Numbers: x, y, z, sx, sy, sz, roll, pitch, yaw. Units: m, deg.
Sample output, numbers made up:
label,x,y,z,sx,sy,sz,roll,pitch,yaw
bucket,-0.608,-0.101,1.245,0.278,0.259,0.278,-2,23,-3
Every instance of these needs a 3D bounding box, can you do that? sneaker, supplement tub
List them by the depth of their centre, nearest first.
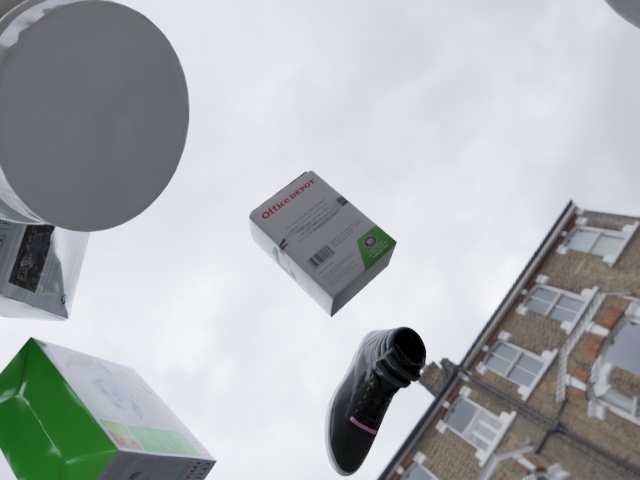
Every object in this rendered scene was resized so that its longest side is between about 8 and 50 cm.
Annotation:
label,x,y,z,sx,sy,sz,roll,pitch,yaw
supplement tub,-0.329,-0.155,0.470,0.241,0.331,0.241,-50,-29,-41
sneaker,0.104,0.276,0.846,0.104,0.147,0.296,34,-126,-9

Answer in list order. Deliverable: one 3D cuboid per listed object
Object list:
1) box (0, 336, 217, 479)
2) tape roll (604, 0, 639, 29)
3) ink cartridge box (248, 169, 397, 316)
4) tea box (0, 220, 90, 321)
label,x,y,z,sx,sy,sz,roll,pitch,yaw
box,-0.327,0.292,0.689,0.127,0.262,0.231,-54,-33,-10
tape roll,0.548,-0.459,0.586,0.072,0.392,0.392,-49,-54,-51
ink cartridge box,0.000,0.000,0.833,0.160,0.219,0.093,-39,-22,-22
tea box,-0.550,-0.066,0.711,0.323,0.220,0.329,7,-110,-3
